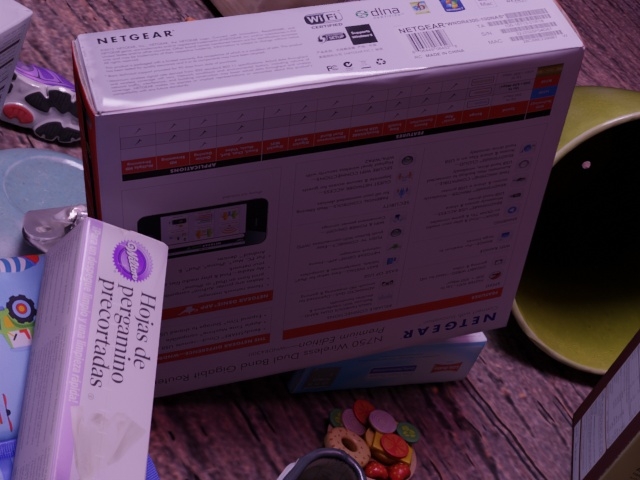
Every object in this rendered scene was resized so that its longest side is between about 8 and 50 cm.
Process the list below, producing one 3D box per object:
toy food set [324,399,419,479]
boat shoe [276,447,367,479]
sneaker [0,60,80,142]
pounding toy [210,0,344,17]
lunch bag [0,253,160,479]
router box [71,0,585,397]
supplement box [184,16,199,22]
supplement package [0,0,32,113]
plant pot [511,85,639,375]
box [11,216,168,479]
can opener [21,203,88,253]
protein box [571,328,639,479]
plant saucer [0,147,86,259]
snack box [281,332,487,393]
[{"bbox_3d":[0.043,0.167,1.039,0.083,0.020,0.082,25,34,-4],"label":"toy food set"},{"bbox_3d":[-0.027,0.257,0.813,0.114,0.091,0.302,21,35,-10],"label":"boat shoe"},{"bbox_3d":[-0.293,-0.144,1.188,0.170,0.068,0.071,26,18,-19],"label":"sneaker"},{"bbox_3d":[-0.102,-0.328,1.509,0.181,0.094,0.206,-6,47,-40],"label":"pounding toy"},{"bbox_3d":[-0.222,0.169,0.789,0.221,0.138,0.293,-8,61,-43],"label":"lunch bag"},{"bbox_3d":[-0.002,-0.029,0.930,0.336,0.301,0.082,-10,48,-15],"label":"router box"},{"bbox_3d":[-0.044,-0.166,1.357,0.234,0.080,0.078,11,39,-28],"label":"supplement box"},{"bbox_3d":[-0.414,-0.164,1.040,0.262,0.145,0.204,32,35,4],"label":"supplement package"},{"bbox_3d":[0.283,-0.051,1.309,0.275,0.274,0.293,17,20,-16],"label":"plant pot"},{"bbox_3d":[-0.144,0.144,0.745,0.063,0.067,0.323,21,54,-30],"label":"box"},{"bbox_3d":[-0.112,-0.002,1.059,0.284,0.095,0.076,-7,29,-29],"label":"can opener"},{"bbox_3d":[0.354,0.168,1.092,0.200,0.201,0.136,25,35,-5],"label":"protein box"},{"bbox_3d":[-0.228,-0.027,1.088,0.195,0.037,0.195,18,37,-14],"label":"plant saucer"},{"bbox_3d":[0.000,0.000,1.187,0.187,0.060,0.322,0,44,-32],"label":"snack box"}]
